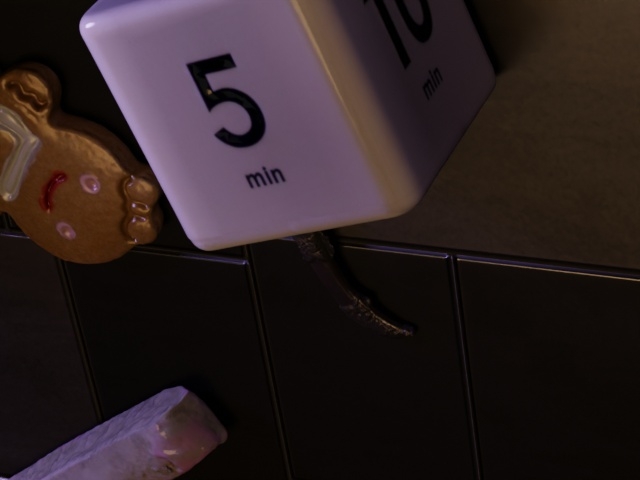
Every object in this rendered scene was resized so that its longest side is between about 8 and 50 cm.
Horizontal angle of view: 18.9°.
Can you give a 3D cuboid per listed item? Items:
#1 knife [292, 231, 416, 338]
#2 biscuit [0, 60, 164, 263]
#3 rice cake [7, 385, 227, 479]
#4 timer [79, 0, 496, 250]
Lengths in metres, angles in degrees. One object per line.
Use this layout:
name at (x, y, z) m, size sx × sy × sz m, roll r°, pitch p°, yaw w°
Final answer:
knife at (-0.004, 0.003, 1.553) m, size 0.045 × 0.021 × 0.222 m, roll -26°, pitch 113°, yaw 39°
biscuit at (-0.245, -0.065, 1.621) m, size 0.249 × 0.035 × 0.184 m, roll 35°, pitch 132°, yaw 0°
rice cake at (-0.233, 0.236, 1.816) m, size 0.070 × 0.064 × 0.399 m, roll 45°, pitch 132°, yaw -16°
timer at (-0.018, -0.131, 1.346) m, size 0.194 × 0.192 × 0.195 m, roll -9°, pitch 118°, yaw 33°
